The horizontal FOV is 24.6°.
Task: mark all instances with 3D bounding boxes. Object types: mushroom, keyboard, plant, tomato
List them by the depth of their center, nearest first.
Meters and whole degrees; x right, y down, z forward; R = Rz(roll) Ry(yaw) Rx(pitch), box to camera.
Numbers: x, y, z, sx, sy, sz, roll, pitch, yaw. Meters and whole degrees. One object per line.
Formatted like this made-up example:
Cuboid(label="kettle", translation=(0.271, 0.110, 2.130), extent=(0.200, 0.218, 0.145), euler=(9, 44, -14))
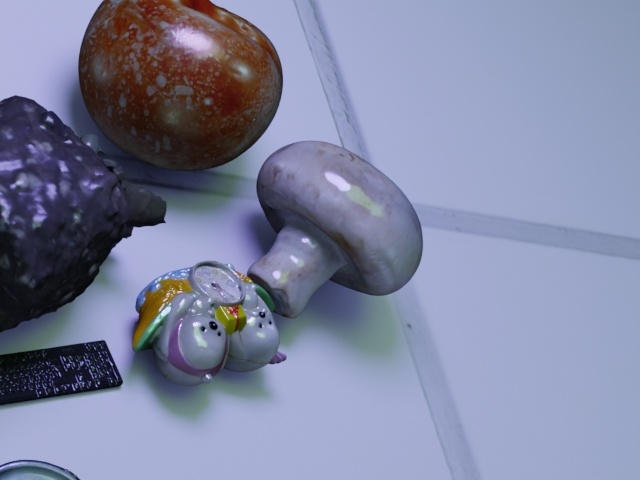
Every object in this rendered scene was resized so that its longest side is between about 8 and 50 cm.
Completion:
Cuboid(label="keyboard", translation=(-0.315, 0.148, 1.635), extent=(0.204, 0.013, 0.061), euler=(-5, 59, -42))
Cuboid(label="plant", translation=(-0.318, -0.041, 1.651), extent=(0.215, 0.213, 0.312), euler=(45, 41, 7))
Cuboid(label="mushroom", translation=(0.000, 0.000, 1.896), extent=(0.244, 0.243, 0.243), euler=(22, 43, -22))
Cuboid(label="tomato", translation=(-0.186, -0.204, 1.900), extent=(0.270, 0.222, 0.270), euler=(34, 14, -10))

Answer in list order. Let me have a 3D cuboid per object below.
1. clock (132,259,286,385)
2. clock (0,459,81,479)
Cuboid(label="clock", translation=(-0.133, 0.104, 1.754), extent=(0.231, 0.103, 0.144), euler=(-12, 54, -45))
Cuboid(label="clock", translation=(-0.292, 0.299, 1.480), extent=(0.229, 0.063, 0.155), euler=(37, 39, -4))
